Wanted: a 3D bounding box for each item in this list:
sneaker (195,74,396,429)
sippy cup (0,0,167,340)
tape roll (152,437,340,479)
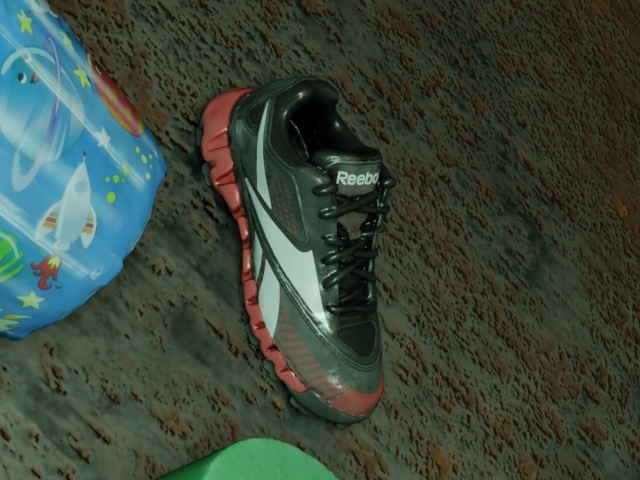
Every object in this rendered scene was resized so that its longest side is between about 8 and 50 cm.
[{"bbox_3d":[0.000,0.000,1.149,0.097,0.135,0.276,-8,77,-46],"label":"sneaker"},{"bbox_3d":[-0.223,-0.063,0.929,0.224,0.305,0.240,43,3,-33],"label":"sippy cup"},{"bbox_3d":[-0.014,0.285,0.959,0.321,0.077,0.321,49,25,-32],"label":"tape roll"}]
